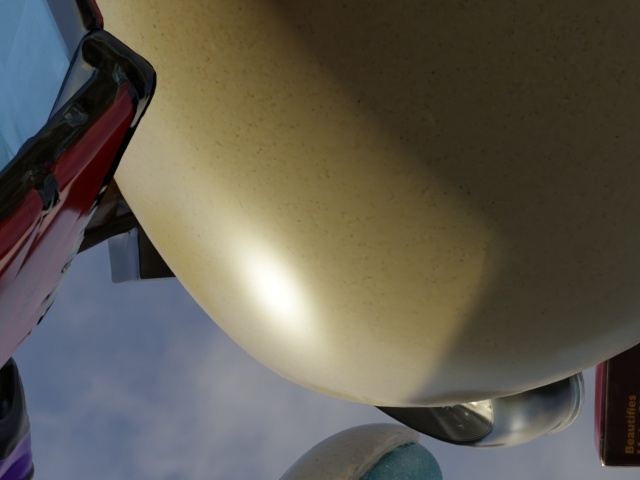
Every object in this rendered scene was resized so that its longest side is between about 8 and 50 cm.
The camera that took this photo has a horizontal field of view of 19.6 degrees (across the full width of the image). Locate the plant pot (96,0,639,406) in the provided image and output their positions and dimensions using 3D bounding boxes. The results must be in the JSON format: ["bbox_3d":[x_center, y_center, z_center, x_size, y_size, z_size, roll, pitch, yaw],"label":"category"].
[{"bbox_3d":[0.018,-0.113,0.612,0.284,0.284,0.191,-18,-39,24],"label":"plant pot"}]

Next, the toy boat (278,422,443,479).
[{"bbox_3d":[0.037,0.270,1.274,0.148,0.318,0.267,20,-102,25],"label":"toy boat"}]

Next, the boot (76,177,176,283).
[{"bbox_3d":[-0.168,-0.112,1.035,0.264,0.096,0.280,-4,-92,-22],"label":"boot"}]

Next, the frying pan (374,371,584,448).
[{"bbox_3d":[0.021,0.003,0.984,0.197,0.053,0.326,5,-41,49],"label":"frying pan"}]

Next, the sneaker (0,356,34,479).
[{"bbox_3d":[-0.259,0.132,1.000,0.102,0.293,0.146,18,-67,22],"label":"sneaker"}]

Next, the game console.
[{"bbox_3d":[-0.100,-0.017,0.454,0.085,0.124,0.144,38,-31,1],"label":"game console"}]

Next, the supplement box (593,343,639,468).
[{"bbox_3d":[0.229,0.056,0.898,0.188,0.081,0.104,2,-86,6],"label":"supplement box"}]
